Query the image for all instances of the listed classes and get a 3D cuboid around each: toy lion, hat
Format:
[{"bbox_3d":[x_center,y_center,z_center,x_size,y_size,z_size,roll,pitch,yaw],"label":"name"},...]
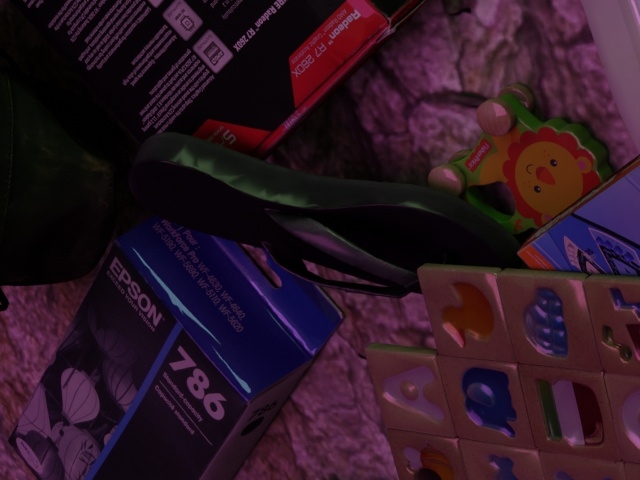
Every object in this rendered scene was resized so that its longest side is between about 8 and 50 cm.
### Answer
[{"bbox_3d":[0.126,-0.039,1.095,0.096,0.034,0.100,45,132,10],"label":"toy lion"},{"bbox_3d":[-0.217,-0.038,1.308,0.331,0.134,0.331,-172,90,-75],"label":"hat"}]

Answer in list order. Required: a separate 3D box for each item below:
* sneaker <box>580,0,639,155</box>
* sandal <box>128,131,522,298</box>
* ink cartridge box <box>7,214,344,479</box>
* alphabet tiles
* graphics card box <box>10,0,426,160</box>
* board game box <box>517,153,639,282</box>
[{"bbox_3d":[0.189,-0.200,0.904,0.150,0.135,0.366,-16,107,44],"label":"sneaker"},{"bbox_3d":[-0.001,0.000,1.139,0.254,0.054,0.097,13,148,9],"label":"sandal"},{"bbox_3d":[-0.120,0.108,1.360,0.165,0.065,0.332,48,132,18],"label":"ink cartridge box"},{"bbox_3d":[0.177,0.147,1.018,0.342,0.011,0.285,3,117,41],"label":"alphabet tiles"},{"bbox_3d":[-0.121,-0.225,1.146,0.371,0.094,0.233,46,135,-2],"label":"graphics card box"},{"bbox_3d":[0.245,0.072,0.957,0.281,0.027,0.145,45,142,-3],"label":"board game box"}]
